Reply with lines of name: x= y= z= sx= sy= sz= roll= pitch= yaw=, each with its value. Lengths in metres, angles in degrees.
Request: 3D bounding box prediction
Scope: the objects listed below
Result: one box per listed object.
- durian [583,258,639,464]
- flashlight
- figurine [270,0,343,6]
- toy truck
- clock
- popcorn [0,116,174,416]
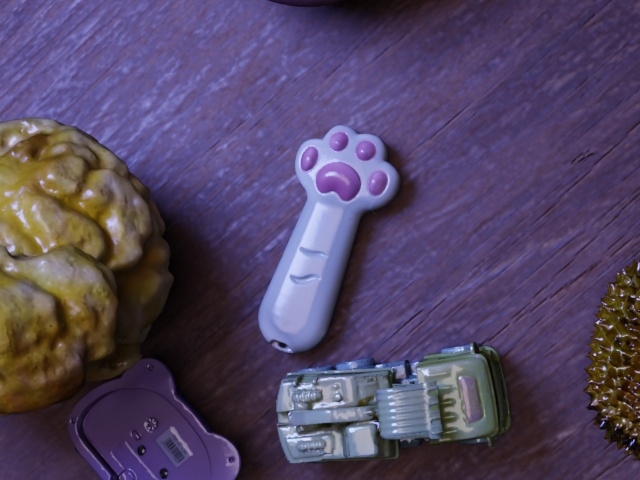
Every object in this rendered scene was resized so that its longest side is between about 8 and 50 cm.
durian: x=0.280 y=0.098 z=0.884 sx=0.158 sy=0.137 sz=0.168 roll=9 pitch=78 yaw=34
flashlight: x=0.000 y=0.000 z=0.996 sx=0.093 sy=0.047 sz=0.200 roll=21 pitch=90 yaw=13
figurine: x=-0.005 y=-0.301 z=0.953 sx=0.269 sy=0.261 sz=0.211 roll=22 pitch=118 yaw=12
toy truck: x=0.052 y=0.134 z=0.938 sx=0.191 sy=0.116 sz=0.085 roll=-9 pitch=85 yaw=12
clock: x=-0.136 y=0.178 z=1.010 sx=0.110 sy=0.050 sz=0.153 roll=-44 pitch=78 yaw=6
popcorn: x=-0.251 y=0.030 z=0.910 sx=0.265 sy=0.332 sz=0.225 roll=-12 pitch=109 yaw=-4
